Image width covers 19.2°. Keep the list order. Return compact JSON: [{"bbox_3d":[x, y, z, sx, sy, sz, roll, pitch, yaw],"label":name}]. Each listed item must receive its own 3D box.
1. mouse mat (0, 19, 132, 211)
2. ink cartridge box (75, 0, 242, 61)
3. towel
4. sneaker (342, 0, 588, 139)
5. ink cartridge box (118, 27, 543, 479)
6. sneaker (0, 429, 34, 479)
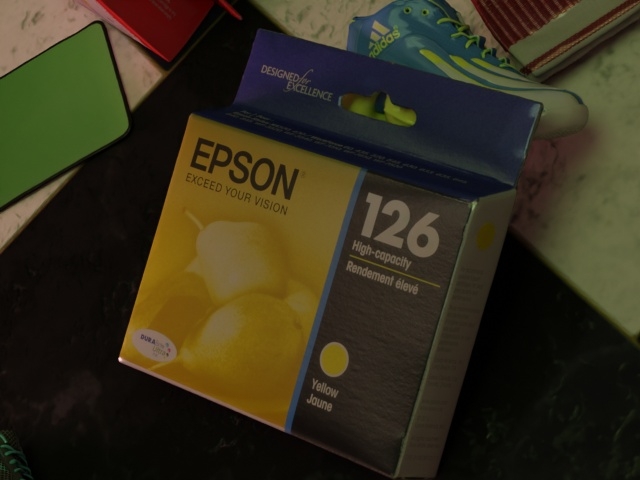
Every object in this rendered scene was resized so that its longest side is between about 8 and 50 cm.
[{"bbox_3d":[-0.272,-0.117,1.831,0.190,0.007,0.152,-28,55,14],"label":"mouse mat"},{"bbox_3d":[-0.194,-0.253,1.773,0.231,0.134,0.078,34,87,38],"label":"ink cartridge box"},{"bbox_3d":[0.207,-0.307,1.631,0.237,0.037,0.329,-34,55,9],"label":"towel"},{"bbox_3d":[0.107,-0.144,1.545,0.240,0.091,0.126,4,96,33],"label":"sneaker"},{"bbox_3d":[0.000,0.000,1.520,0.303,0.072,0.307,19,97,37],"label":"ink cartridge box"},{"bbox_3d":[-0.279,0.201,1.638,0.166,0.065,0.076,18,72,34],"label":"sneaker"}]
